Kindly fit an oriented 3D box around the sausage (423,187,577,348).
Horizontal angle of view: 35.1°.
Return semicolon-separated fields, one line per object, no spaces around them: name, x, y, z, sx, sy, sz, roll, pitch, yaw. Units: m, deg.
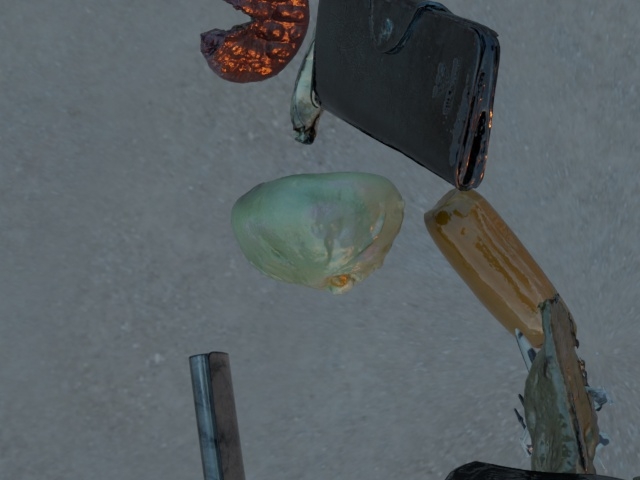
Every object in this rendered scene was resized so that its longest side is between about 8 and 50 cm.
sausage;0.319;0.066;1.746;0.354;0.116;0.134;50;142;-5

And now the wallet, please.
wallet;0.079;-0.181;1.094;0.318;0.045;0.173;39;131;52

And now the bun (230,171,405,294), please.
bun;0.000;0.000;1.576;0.283;0.283;0.179;-8;80;14

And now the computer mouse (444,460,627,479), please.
computer mouse;0.239;0.314;1.152;0.264;0.147;0.088;5;96;23

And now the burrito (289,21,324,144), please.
burrito;0.002;-0.253;1.519;0.058;0.063;0.230;31;109;25

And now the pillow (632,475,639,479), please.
pillow;0.548;0.365;1.454;0.203;0.038;0.113;-29;41;34

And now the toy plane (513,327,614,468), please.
toy plane;0.346;0.237;1.506;0.160;0.082;0.234;-29;78;-9

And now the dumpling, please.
dumpling;0.308;0.238;1.311;0.086;0.166;0.332;-6;82;20

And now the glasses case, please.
glasses case;-0.175;0.347;1.767;0.060;0.114;0.299;-12;78;15

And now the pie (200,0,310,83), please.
pie;-0.114;-0.375;1.746;0.054;0.204;0.219;43;112;46
